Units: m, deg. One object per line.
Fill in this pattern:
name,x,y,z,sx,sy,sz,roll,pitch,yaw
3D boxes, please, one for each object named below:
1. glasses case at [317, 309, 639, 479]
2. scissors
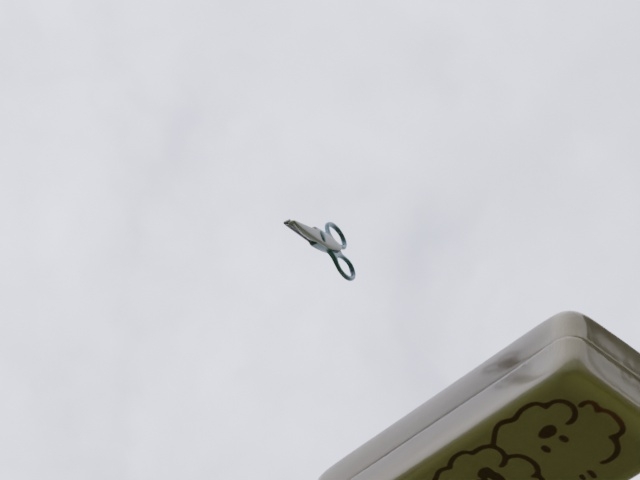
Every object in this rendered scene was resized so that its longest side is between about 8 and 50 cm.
glasses case,0.144,0.193,1.537,0.144,0.076,0.336,33,-51,-22
scissors,0.000,0.000,1.560,0.014,0.058,0.119,-24,-23,20
